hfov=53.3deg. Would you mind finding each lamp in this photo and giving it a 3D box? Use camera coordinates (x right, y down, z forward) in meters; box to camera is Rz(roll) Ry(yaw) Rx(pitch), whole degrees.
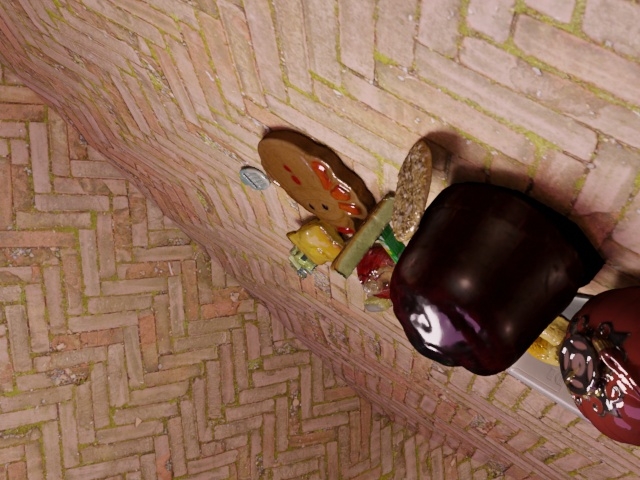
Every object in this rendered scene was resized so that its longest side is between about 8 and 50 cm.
[{"bbox_3d":[0.597,0.236,1.213,0.257,0.303,0.303,4,166,-13],"label":"lamp"}]

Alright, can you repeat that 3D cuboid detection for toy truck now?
[{"bbox_3d":[-0.063,0.067,2.322,0.116,0.085,0.191,43,163,-2],"label":"toy truck"}]

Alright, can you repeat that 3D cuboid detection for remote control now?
[{"bbox_3d":[0.663,0.393,1.752,0.277,0.103,0.055,31,163,16],"label":"remote control"}]

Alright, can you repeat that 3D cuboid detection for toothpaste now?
[{"bbox_3d":[0.189,-0.002,1.764,0.037,0.043,0.178,16,152,53],"label":"toothpaste"}]

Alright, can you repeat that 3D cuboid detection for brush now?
[{"bbox_3d":[0.232,0.213,2.168,0.072,0.067,0.313,43,159,-13],"label":"brush"}]

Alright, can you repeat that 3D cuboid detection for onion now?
[{"bbox_3d":[0.177,0.111,1.897,0.184,0.147,0.184,29,145,23],"label":"onion"}]

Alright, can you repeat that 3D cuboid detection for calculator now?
[{"bbox_3d":[-0.214,-0.199,2.058,0.095,0.021,0.153,47,159,-25],"label":"calculator"}]

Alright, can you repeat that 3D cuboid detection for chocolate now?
[{"bbox_3d":[0.325,0.108,1.302,0.383,0.331,0.383,27,162,10],"label":"chocolate"}]

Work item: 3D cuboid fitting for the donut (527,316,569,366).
[{"bbox_3d":[0.557,0.242,1.590,0.146,0.078,0.181,17,154,38],"label":"donut"}]

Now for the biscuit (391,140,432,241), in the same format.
[{"bbox_3d":[0.187,-0.101,1.317,0.033,0.220,0.220,10,163,-8],"label":"biscuit"}]

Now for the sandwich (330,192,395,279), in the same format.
[{"bbox_3d":[0.113,-0.010,1.657,0.063,0.245,0.212,39,177,1],"label":"sandwich"}]

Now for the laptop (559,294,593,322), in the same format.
[{"bbox_3d":[0.579,0.176,1.527,0.187,0.015,0.269,47,159,-27],"label":"laptop"}]

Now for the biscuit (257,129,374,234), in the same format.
[{"bbox_3d":[-0.010,-0.150,1.753,0.381,0.074,0.359,51,159,-27],"label":"biscuit"}]

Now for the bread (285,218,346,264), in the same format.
[{"bbox_3d":[0.000,0.000,2.050,0.161,0.088,0.233,38,159,-19],"label":"bread"}]
